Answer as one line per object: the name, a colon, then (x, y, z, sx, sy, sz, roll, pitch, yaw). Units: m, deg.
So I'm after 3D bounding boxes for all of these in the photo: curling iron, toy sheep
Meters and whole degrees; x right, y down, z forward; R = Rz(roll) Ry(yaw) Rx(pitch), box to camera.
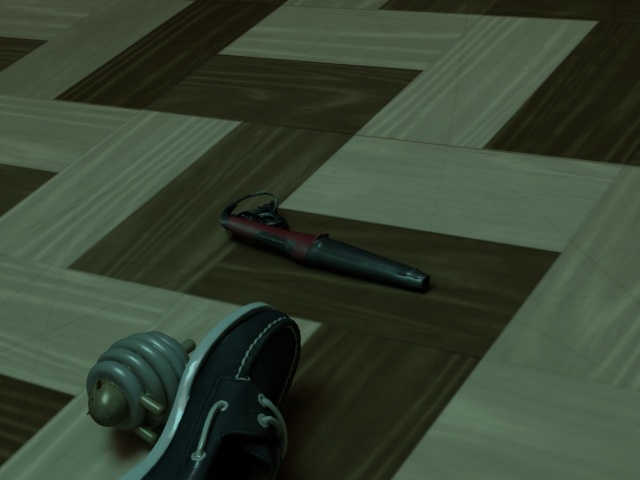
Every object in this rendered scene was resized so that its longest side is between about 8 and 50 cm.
curling iron: (0.000, 0.000, 1.279, 0.274, 0.035, 0.068, 19, 44, 42)
toy sheep: (-0.150, 0.121, 1.100, 0.091, 0.091, 0.132, 8, 24, 32)

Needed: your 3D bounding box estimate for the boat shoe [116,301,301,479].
boat shoe: (-0.074, 0.169, 0.974, 0.091, 0.114, 0.302, 5, 48, 30)
